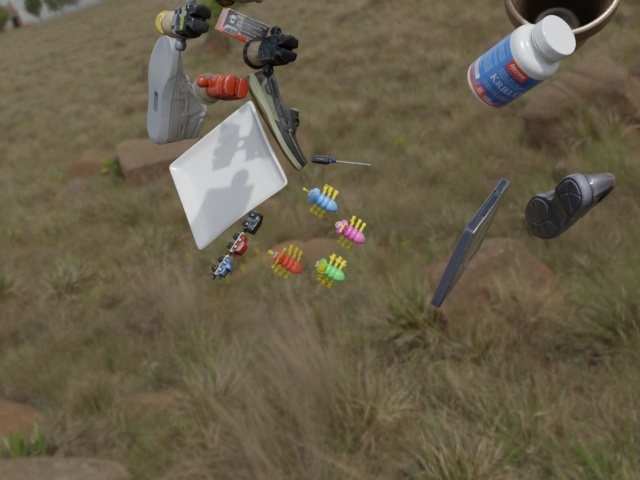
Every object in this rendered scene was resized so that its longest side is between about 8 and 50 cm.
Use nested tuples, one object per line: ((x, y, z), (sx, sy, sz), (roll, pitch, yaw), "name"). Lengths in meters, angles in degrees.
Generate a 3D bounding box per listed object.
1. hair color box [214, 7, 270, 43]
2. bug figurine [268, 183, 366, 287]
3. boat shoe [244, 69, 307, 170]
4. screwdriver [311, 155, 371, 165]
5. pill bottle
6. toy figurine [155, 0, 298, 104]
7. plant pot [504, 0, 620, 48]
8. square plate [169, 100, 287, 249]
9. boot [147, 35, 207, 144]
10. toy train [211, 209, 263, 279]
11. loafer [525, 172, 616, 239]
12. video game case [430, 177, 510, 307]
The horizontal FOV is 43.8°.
((-0.167, -0.448, 1.677), (0.093, 0.053, 0.167), (20, 10, -16), "hair color box")
((0.000, 0.000, 2.122), (0.279, 0.216, 0.072), (-61, 9, 4), "bug figurine")
((-0.078, -0.254, 1.647), (0.073, 0.223, 0.080), (-29, 5, -1), "boat shoe")
((0.054, -0.205, 2.058), (0.170, 0.024, 0.025), (5, 48, 23), "screwdriver")
((0.427, -0.381, 1.692), (0.124, 0.124, 0.221), (-35, 1, -35), "pill bottle")
((-0.173, -0.375, 1.479), (0.213, 0.209, 0.148), (-43, 28, -23), "toy figurine")
((0.565, -0.552, 1.882), (0.263, 0.263, 0.229), (-15, -15, 9), "plant pot")
((-0.275, -0.192, 2.381), (0.347, 0.049, 0.344), (-36, 58, 18), "square plate")
((-0.319, -0.344, 1.813), (0.123, 0.258, 0.095), (-13, 43, -37), "boot")
((-0.156, 0.011, 1.506), (0.036, 0.027, 0.158), (23, 69, 25), "toy train")
((0.544, -0.076, 1.739), (0.095, 0.109, 0.302), (-16, -11, -10), "loafer")
((0.318, 0.001, 1.670), (0.026, 0.196, 0.274), (28, 35, 13), "video game case")
